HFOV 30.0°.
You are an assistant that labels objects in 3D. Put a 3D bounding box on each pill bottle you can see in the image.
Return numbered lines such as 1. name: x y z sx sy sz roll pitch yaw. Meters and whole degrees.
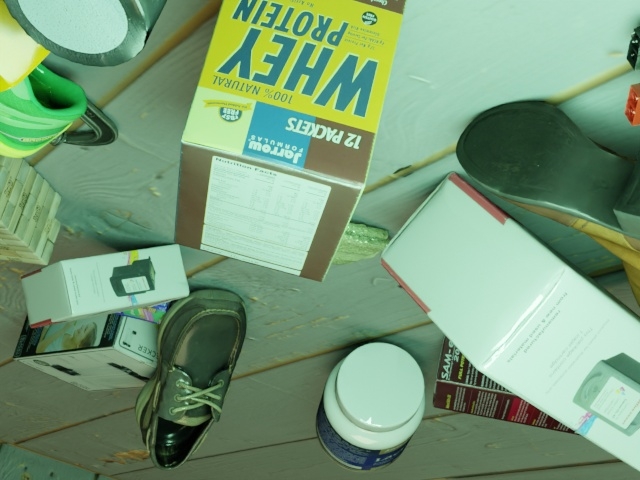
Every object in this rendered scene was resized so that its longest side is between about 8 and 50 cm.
1. pill bottle: 0.075 0.250 1.793 0.153 0.153 0.264 13 158 1

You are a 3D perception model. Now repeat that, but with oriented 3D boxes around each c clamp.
1. c clamp: -0.297 -0.142 1.267 0.137 0.022 0.161 -9 147 33

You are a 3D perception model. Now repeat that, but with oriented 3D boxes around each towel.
1. towel: 0.000 0.000 1.388 0.148 0.027 0.110 14 159 -27

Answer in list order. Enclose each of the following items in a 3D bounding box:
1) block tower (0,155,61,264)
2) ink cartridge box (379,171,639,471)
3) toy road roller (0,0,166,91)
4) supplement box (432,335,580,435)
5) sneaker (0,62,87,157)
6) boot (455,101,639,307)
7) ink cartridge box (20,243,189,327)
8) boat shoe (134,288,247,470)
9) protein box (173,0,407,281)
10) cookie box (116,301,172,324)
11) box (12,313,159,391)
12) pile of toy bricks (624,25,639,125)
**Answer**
1. block tower: -0.415 -0.085 1.370 0.097 0.090 0.335 5 155 18
2. ink cartridge box: 0.237 0.090 1.217 0.306 0.131 0.226 32 -171 -35
3. toy road roller: -0.233 -0.243 0.775 0.330 0.202 0.240 -11 135 36
4. supplement box: 0.282 0.207 1.679 0.240 0.073 0.130 10 156 7
5. sneaker: -0.321 -0.192 1.083 0.124 0.109 0.295 -22 143 18
6. boot: 0.277 -0.005 1.091 0.264 0.096 0.280 14 160 38
7. ink cartridge box: -0.280 0.059 1.556 0.175 0.072 0.127 -9 175 -39
8. boat shoe: -0.181 0.214 1.759 0.132 0.130 0.355 2 137 -21
9. protein box: -0.027 -0.104 0.960 0.136 0.199 0.201 15 157 -3
10. cookie box: -0.272 0.083 1.745 0.107 0.040 0.092 14 158 -1
11. box: -0.344 0.174 1.936 0.290 0.087 0.169 -10 148 45
12. pile of toy bricks: 0.300 -0.137 0.859 0.105 0.118 0.212 -12 141 -9
